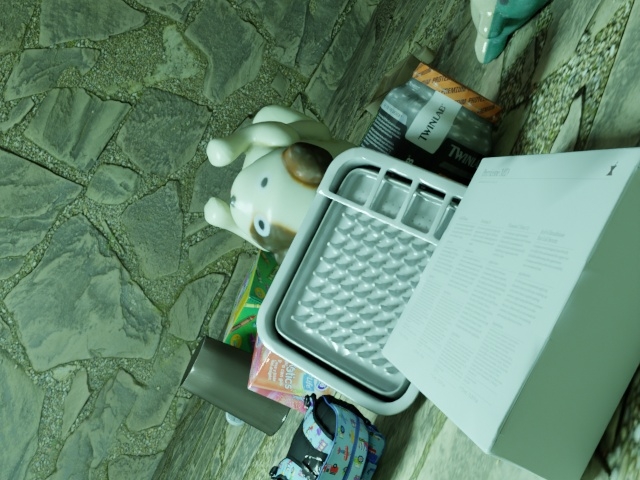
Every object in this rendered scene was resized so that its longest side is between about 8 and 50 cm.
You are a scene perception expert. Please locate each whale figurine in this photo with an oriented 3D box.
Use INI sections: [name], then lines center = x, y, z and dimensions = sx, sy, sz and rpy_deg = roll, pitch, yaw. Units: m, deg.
[whale figurine]
center = 0.344, -0.434, 1.407
dimensions = 0.272, 0.141, 0.216
rpy_deg = 86, -158, -58

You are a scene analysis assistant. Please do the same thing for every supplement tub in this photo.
[supplement tub]
center = 0.148, -0.116, 1.289
dimensions = 0.315, 0.194, 0.193
rpy_deg = -61, 10, 16

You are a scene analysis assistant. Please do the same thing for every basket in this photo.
[basket]
center = -0.185, 0.317, 1.774
dimensions = 0.154, 0.227, 0.204
rpy_deg = -62, 9, 6

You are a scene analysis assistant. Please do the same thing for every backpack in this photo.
[backpack]
center = 0.016, 0.303, 1.085
dimensions = 0.158, 0.117, 0.173
rpy_deg = -64, 9, -6

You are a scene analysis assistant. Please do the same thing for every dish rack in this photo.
[dish rack]
center = 0.083, 0.055, 1.135
dimensions = 0.332, 0.286, 0.072
rpy_deg = -63, -30, -1

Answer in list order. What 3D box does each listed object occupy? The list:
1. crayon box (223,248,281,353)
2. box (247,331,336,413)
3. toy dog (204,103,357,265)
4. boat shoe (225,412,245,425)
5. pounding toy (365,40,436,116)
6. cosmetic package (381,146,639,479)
[crayon box]
center = -0.160, 0.147, 1.992
dimensions = 0.165, 0.081, 0.278
rpy_deg = -61, 10, 26
[box]
center = -0.035, 0.191, 1.555
dimensions = 0.142, 0.154, 0.300
rpy_deg = -60, 11, 19
[toy dog]
center = -0.043, -0.082, 1.559
dimensions = 0.408, 0.396, 0.284
rpy_deg = -55, -16, -75
[boat shoe]
center = -0.171, 0.386, 2.003
dimensions = 0.226, 0.083, 0.075
rpy_deg = -56, -9, -40
[pounding toy]
center = 0.232, -0.399, 1.944
dimensions = 0.206, 0.094, 0.181
rpy_deg = -26, 32, 59
[cosmetic package]
center = 0.207, 0.052, 0.825
dimensions = 0.284, 0.098, 0.377
rpy_deg = -65, 10, 1
